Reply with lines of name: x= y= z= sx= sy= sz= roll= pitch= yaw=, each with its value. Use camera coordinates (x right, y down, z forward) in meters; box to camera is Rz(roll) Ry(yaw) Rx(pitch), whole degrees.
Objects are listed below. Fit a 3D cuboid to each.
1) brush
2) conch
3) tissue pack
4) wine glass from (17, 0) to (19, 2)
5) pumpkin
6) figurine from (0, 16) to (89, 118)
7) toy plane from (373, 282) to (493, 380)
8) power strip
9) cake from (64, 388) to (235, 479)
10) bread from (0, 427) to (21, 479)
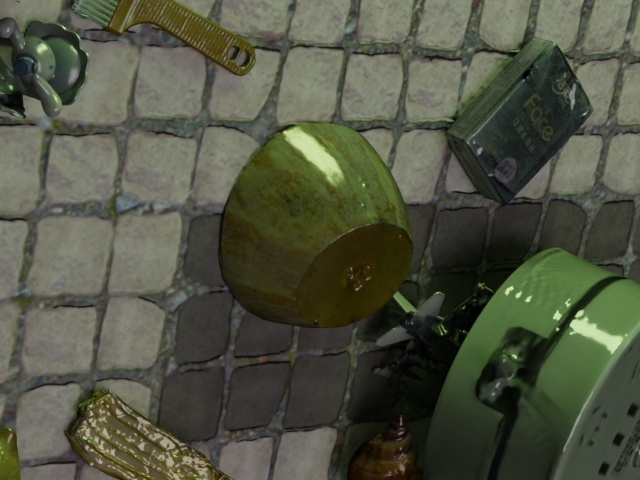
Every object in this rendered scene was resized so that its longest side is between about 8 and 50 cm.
brush: x=-0.134 y=-0.205 z=1.635 sx=0.218 sy=0.010 sz=0.083 roll=26 pitch=91 yaw=-44
conch: x=0.076 y=0.275 z=1.976 sx=0.233 sy=0.086 sz=0.080 roll=77 pitch=17 yaw=-46
tissue pack: x=0.216 y=-0.130 z=1.932 sx=0.156 sy=0.051 sz=0.112 roll=-48 pitch=130 yaw=-13
wine glass: x=-0.257 y=-0.340 z=1.387 sx=0.143 sy=0.143 sz=0.321 roll=-42 pitch=129 yaw=-19
pumpkin: x=0.014 y=0.000 z=1.789 sx=0.217 sy=0.110 sz=0.217 roll=-23 pitch=127 yaw=-34
figurine: x=-0.250 y=-0.144 z=1.514 sx=0.082 sy=0.094 sz=0.086 roll=-30 pitch=170 yaw=18
toy plane: x=0.146 y=0.114 z=1.961 sx=0.160 sy=0.082 sz=0.234 roll=-41 pitch=134 yaw=16
power strip: x=0.262 y=0.186 z=1.959 sx=0.357 sy=0.161 sz=0.358 roll=-41 pitch=146 yaw=-37
cake: x=-0.157 y=0.224 z=1.737 sx=0.080 sy=0.116 sz=0.185 roll=-51 pitch=137 yaw=-9
bread: x=-0.343 y=0.243 z=1.620 sx=0.188 sy=0.065 sz=0.149 roll=-52 pitch=137 yaw=-13
